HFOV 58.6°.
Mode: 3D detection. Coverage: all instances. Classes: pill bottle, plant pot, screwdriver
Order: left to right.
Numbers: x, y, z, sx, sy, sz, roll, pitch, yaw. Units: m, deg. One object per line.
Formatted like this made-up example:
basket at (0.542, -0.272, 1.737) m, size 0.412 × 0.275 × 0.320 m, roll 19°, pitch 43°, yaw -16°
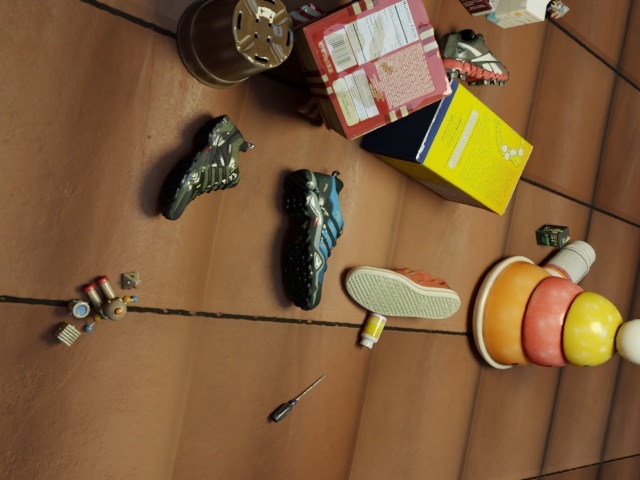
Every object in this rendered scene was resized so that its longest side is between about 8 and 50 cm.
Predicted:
plant pot at (-0.145, -0.363, 1.018) m, size 0.167 × 0.165 × 0.166 m, roll -6°, pitch 100°, yaw -38°
screwdriver at (-0.047, 0.359, 1.306) m, size 0.170 × 0.024 × 0.025 m, roll -30°, pitch 144°, yaw -39°
pill bottle at (0.128, 0.222, 1.406) m, size 0.043 × 0.043 × 0.083 m, roll 35°, pitch 75°, yaw -37°
pill bottle at (0.807, 0.095, 1.885) m, size 0.221 × 0.121 × 0.121 m, roll -34°, pitch 117°, yaw -31°

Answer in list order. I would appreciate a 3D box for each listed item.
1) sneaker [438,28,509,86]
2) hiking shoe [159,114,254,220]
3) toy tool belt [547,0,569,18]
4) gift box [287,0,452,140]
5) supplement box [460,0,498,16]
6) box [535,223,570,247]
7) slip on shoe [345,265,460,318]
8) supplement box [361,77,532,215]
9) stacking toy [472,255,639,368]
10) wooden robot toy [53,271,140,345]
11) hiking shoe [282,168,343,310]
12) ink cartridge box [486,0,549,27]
sneaker at (0.402, -0.474, 1.485) m, size 0.276 × 0.098 × 0.134 m, roll -2°, pitch 100°, yaw -37°
hiking shoe at (-0.203, -0.120, 1.058) m, size 0.114 × 0.086 × 0.226 m, roll 40°, pitch 71°, yaw -32°
toy tool belt at (0.717, -0.707, 1.743) m, size 0.083 × 0.052 × 0.051 m, roll -29°, pitch 83°, yaw -36°
gift box at (0.064, -0.356, 1.123) m, size 0.277 × 0.258 × 0.254 m, roll -20°, pitch 110°, yaw -2°
supplement box at (0.374, -0.700, 1.445) m, size 0.240 × 0.073 × 0.130 m, roll 30°, pitch 78°, yaw -37°
box at (0.752, -0.015, 1.848) m, size 0.062 × 0.083 × 0.052 m, roll -29°, pitch 114°, yaw -33°
slip on shoe at (0.199, 0.119, 1.421) m, size 0.332 × 0.101 × 0.123 m, roll 13°, pitch 123°, yaw -28°
supplement box at (0.310, -0.226, 1.371) m, size 0.357 × 0.194 × 0.195 m, roll 24°, pitch 91°, yaw -39°
stacking toy at (0.705, 0.243, 1.594) m, size 0.351 × 0.480 × 0.350 m, roll -7°, pitch 101°, yaw -38°
wooden robot toy at (-0.366, 0.111, 0.967) m, size 0.173 × 0.079 × 0.076 m, roll -36°, pitch 118°, yaw -30°
hiking shoe at (0.000, 0.000, 1.223) m, size 0.132 × 0.113 × 0.303 m, roll -2°, pitch 98°, yaw -38°
ink cartridge box at (0.539, -0.642, 1.540) m, size 0.092 × 0.143 × 0.089 m, roll 6°, pitch 93°, yaw -39°
